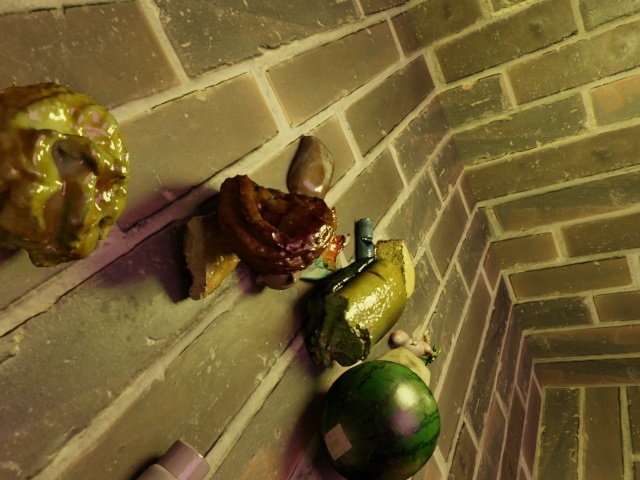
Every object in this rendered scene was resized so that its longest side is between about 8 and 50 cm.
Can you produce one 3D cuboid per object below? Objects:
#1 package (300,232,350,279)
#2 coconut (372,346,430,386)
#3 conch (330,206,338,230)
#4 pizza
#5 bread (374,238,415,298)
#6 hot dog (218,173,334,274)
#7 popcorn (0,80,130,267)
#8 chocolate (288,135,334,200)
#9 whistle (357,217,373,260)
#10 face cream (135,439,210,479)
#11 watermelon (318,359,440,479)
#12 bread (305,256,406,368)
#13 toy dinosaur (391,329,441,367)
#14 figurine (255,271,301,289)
[{"bbox_3d":[0.002,0.045,1.482,0.232,0.040,0.166,8,107,-48],"label":"package"},{"bbox_3d":[0.258,0.464,1.655,0.224,0.224,0.224,24,60,-50],"label":"coconut"},{"bbox_3d":[0.000,-0.002,1.556,0.086,0.080,0.232,18,89,-38],"label":"conch"},{"bbox_3d":[-0.264,0.021,1.171,0.204,0.081,0.188,-40,129,-67],"label":"pizza"},{"bbox_3d":[0.284,0.126,1.872,0.134,0.129,0.260,21,63,-59],"label":"bread"},{"bbox_3d":[-0.113,-0.047,1.162,0.387,0.267,0.174,-121,-135,-74],"label":"hot dog"},{"bbox_3d":[-0.435,-0.111,0.797,0.247,0.282,0.282,33,50,-18],"label":"popcorn"},{"bbox_3d":[-0.011,-0.221,1.601,0.161,0.083,0.261,44,46,-36],"label":"chocolate"},{"bbox_3d":[0.163,0.071,1.773,0.062,0.062,0.304,25,59,-49],"label":"whistle"},{"bbox_3d":[-0.327,0.505,0.907,0.274,0.096,0.154,-48,122,-36],"label":"face cream"},{"bbox_3d":[0.167,0.503,1.386,0.363,0.364,0.362,24,60,-50],"label":"watermelon"},{"bbox_3d":[0.126,0.206,1.518,0.377,0.208,0.251,-33,114,-49],"label":"bread"},{"bbox_3d":[0.346,0.420,1.896,0.177,0.152,0.194,42,18,18],"label":"toy dinosaur"},{"bbox_3d":[-0.108,0.070,1.315,0.125,0.138,0.125,19,63,-44],"label":"figurine"}]
